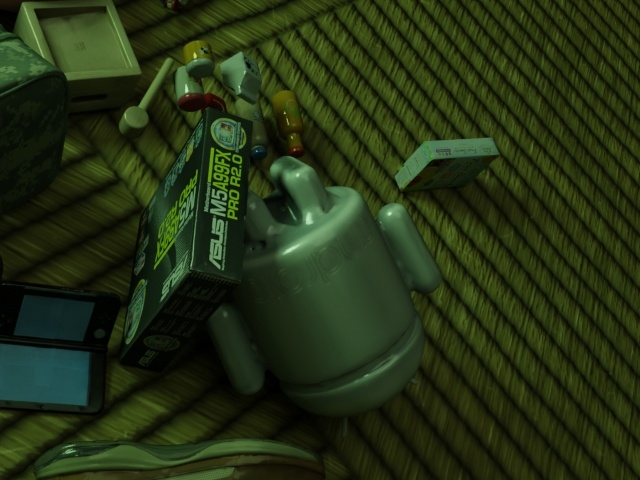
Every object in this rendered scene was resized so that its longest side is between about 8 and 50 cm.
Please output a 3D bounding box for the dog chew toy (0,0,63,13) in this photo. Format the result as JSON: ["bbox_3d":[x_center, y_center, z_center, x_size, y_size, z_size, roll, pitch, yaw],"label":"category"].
[{"bbox_3d":[-0.475,-0.393,1.208,0.332,0.206,0.206,-13,70,-27],"label":"dog chew toy"}]

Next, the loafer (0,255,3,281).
[{"bbox_3d":[-0.423,0.077,1.026,0.080,0.078,0.220,34,51,-8],"label":"loafer"}]

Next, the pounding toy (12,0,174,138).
[{"bbox_3d":[-0.296,-0.217,1.265,0.181,0.094,0.206,-13,71,-35],"label":"pounding toy"}]

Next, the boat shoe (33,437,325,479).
[{"bbox_3d":[-0.154,0.290,1.040,0.324,0.122,0.119,3,66,-19],"label":"boat shoe"}]

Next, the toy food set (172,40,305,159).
[{"bbox_3d":[-0.121,-0.184,1.323,0.232,0.111,0.104,25,45,-56],"label":"toy food set"}]

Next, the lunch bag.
[{"bbox_3d":[-0.481,-0.144,1.054,0.256,0.212,0.305,38,48,16],"label":"lunch bag"}]

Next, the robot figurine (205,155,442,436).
[{"bbox_3d":[0.003,0.074,1.157,0.300,0.200,0.353,-29,109,-5],"label":"robot figurine"}]

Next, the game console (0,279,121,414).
[{"bbox_3d":[-0.308,0.123,1.065,0.144,0.124,0.085,9,32,-26],"label":"game console"}]

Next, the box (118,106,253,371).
[{"bbox_3d":[-0.161,0.006,1.095,0.060,0.270,0.216,16,57,-21],"label":"box"}]

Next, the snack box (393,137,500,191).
[{"bbox_3d":[0.202,-0.121,1.487,0.141,0.100,0.037,-7,66,-33],"label":"snack box"}]

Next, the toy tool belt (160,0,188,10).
[{"bbox_3d":[-0.230,-0.383,1.437,0.051,0.052,0.083,14,46,16],"label":"toy tool belt"}]
